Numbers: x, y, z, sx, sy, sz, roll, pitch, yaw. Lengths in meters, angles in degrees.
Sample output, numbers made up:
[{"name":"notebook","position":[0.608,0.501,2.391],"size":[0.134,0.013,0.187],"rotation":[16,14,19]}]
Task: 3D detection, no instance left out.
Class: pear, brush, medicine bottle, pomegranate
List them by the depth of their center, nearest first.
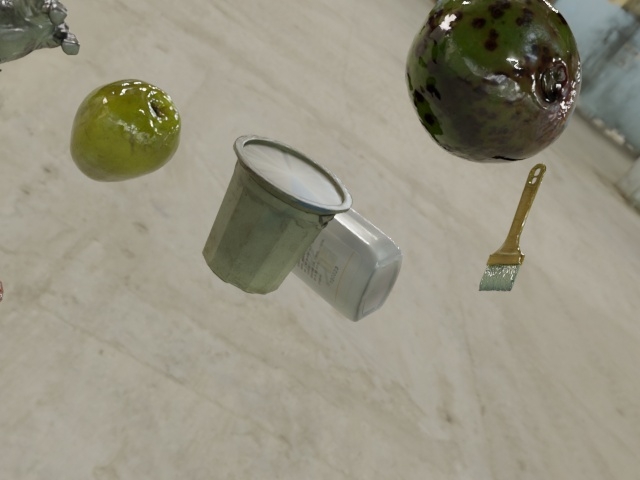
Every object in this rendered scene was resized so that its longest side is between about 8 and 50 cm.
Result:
[{"name":"pomegranate","position":[0.214,-0.244,1.114],"size":[0.242,0.242,0.306],"rotation":[23,24,-35]},{"name":"brush","position":[0.303,-0.021,1.259],"size":[0.010,0.218,0.082],"rotation":[27,-12,-23]},{"name":"medicine bottle","position":[0.000,0.000,1.598],"size":[0.324,0.179,0.124],"rotation":[37,41,26]},{"name":"pear","position":[-0.495,-0.271,2.057],"size":[0.252,0.307,0.253],"rotation":[21,57,-37]}]

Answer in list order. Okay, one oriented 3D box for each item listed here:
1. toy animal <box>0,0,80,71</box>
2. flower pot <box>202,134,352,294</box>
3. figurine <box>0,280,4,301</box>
[{"name":"toy animal","position":[-0.566,-0.319,1.297],"size":[0.342,0.106,0.168],"rotation":[-16,41,-11]},{"name":"flower pot","position":[-0.083,-0.036,1.323],"size":[0.212,0.203,0.212],"rotation":[24,27,-13]},{"name":"figurine","position":[-0.586,0.057,1.162],"size":[0.281,0.167,0.370],"rotation":[23,61,-35]}]
